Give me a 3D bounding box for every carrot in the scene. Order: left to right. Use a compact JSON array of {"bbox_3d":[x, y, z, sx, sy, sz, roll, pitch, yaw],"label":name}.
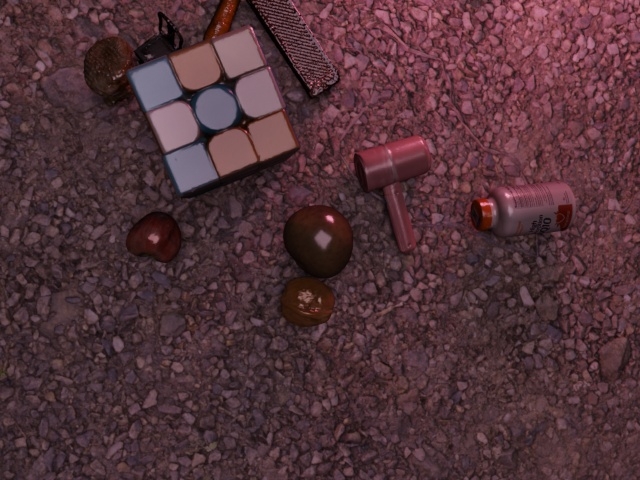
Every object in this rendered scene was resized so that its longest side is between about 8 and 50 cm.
[{"bbox_3d":[-0.270,-0.710,1.820,0.066,0.066,0.314,23,83,-6],"label":"carrot"}]

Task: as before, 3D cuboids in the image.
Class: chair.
[{"bbox_3d":[-0.452,-0.536,1.709,0.113,0.229,0.106,-43,93,-8],"label":"chair"}]

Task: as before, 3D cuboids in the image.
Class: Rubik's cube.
[{"bbox_3d":[-0.285,-0.329,1.657,0.347,0.347,0.344,-22,97,-9],"label":"Rubik's cube"}]

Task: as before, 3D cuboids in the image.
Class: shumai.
[{"bbox_3d":[-0.582,-0.471,1.727,0.161,0.153,0.209,-37,55,-7],"label":"shumai"}]

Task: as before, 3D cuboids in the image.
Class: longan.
[{"bbox_3d":[0.000,0.000,1.772,0.196,0.196,0.220,-32,86,-6],"label":"longan"}]

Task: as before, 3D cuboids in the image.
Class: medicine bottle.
[{"bbox_3d":[0.615,-0.092,1.863,0.289,0.157,0.157,-7,90,-7],"label":"medicine bottle"}]

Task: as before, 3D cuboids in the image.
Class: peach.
[{"bbox_3d":[-0.473,-0.013,1.752,0.152,0.152,0.152,0,89,-7],"label":"peach"}]

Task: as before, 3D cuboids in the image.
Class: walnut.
[{"bbox_3d":[-0.038,0.184,1.789,0.167,0.149,0.166,-4,118,-9],"label":"walnut"}]

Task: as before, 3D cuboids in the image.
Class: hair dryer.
[{"bbox_3d":[0.248,-0.126,1.855,0.210,0.125,0.352,-18,101,-8],"label":"hair dryer"}]

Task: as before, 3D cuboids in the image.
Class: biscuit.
[{"bbox_3d":[-0.084,-0.610,1.832,0.107,0.073,0.388,-34,92,-5],"label":"biscuit"}]
